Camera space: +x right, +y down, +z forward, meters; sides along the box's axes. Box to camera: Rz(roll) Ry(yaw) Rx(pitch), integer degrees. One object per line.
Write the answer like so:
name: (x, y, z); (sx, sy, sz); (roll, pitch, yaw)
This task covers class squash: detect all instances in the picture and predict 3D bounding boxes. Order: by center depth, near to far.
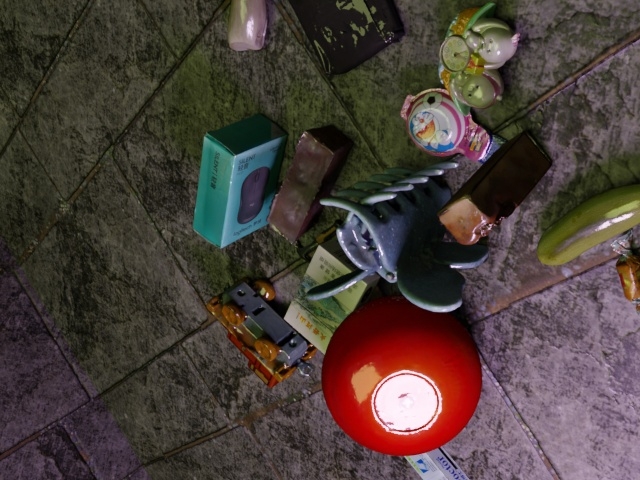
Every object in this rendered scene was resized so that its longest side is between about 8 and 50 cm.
squash: (0.544, -0.043, 1.491); (0.094, 0.094, 0.341); (56, 138, 4)

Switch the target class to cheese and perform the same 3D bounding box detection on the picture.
cheese: (0.281, -0.235, 1.642); (0.244, 0.062, 0.155); (31, 128, 12)

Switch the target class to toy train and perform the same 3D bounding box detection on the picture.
toy train: (-0.166, 0.280, 2.252); (0.369, 0.163, 0.231); (43, 142, 16)

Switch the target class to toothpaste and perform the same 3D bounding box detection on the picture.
toothpaste: (0.283, 0.579, 2.066); (0.336, 0.067, 0.081); (49, 135, 10)

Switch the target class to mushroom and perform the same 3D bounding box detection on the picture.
mushroom: (-0.175, -0.564, 1.857); (0.096, 0.108, 0.246); (3, 125, -4)

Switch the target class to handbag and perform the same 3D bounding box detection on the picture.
handbag: (0.047, -0.508, 1.695); (0.223, 0.080, 0.246); (-23, 96, 45)

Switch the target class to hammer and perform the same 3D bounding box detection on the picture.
hammer: (0.000, 0.000, 2.046); (0.201, 0.021, 0.078); (-35, 87, 47)

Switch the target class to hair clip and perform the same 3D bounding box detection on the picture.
hair clip: (0.174, -0.022, 1.672); (0.392, 0.318, 0.238); (2, 111, 44)

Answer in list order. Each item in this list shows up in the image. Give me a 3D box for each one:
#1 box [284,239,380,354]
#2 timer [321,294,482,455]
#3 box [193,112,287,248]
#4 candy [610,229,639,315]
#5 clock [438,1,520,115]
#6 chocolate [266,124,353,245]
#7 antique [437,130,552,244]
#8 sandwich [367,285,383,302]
box: (0.025, 0.148, 1.953); (0.164, 0.069, 0.256); (39, 124, 22)
timer: (0.191, 0.321, 1.813); (0.378, 0.279, 0.377); (1, 104, 3)
box: (-0.215, -0.155, 2.028); (0.118, 0.205, 0.311); (32, 130, 23)
candy: (0.612, 0.068, 1.514); (0.046, 0.053, 0.182); (-5, 106, 51)
clock: (0.314, -0.355, 1.521); (0.144, 0.103, 0.230); (36, 131, 34)
chocolate: (-0.027, -0.141, 1.936); (0.112, 0.112, 0.321); (40, 131, 17)
antique: (0.339, -0.101, 1.475); (0.093, 0.310, 0.087); (51, 135, -2)
sandwich: (0.096, 0.236, 2.034); (0.226, 0.087, 0.251); (-16, 99, 44)
